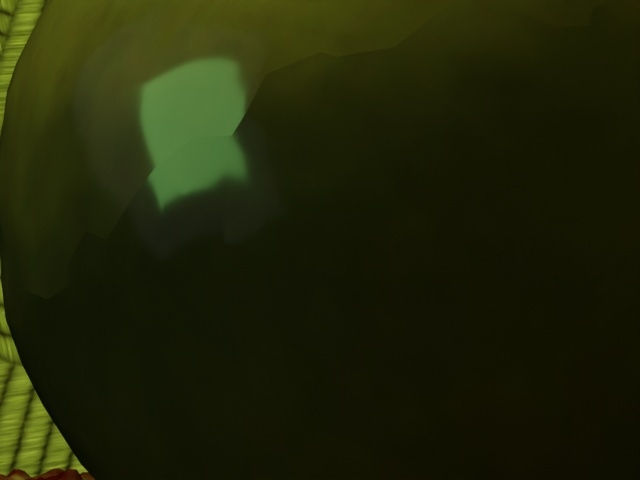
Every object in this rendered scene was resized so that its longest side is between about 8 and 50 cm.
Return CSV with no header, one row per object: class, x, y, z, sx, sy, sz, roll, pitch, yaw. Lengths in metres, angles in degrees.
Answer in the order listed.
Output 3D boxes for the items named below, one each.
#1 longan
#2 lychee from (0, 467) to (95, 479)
longan,0.030,-0.010,0.549,0.258,0.258,0.258,-162,90,-81
lychee,-0.130,0.253,0.880,0.306,0.306,0.330,-69,-13,18
